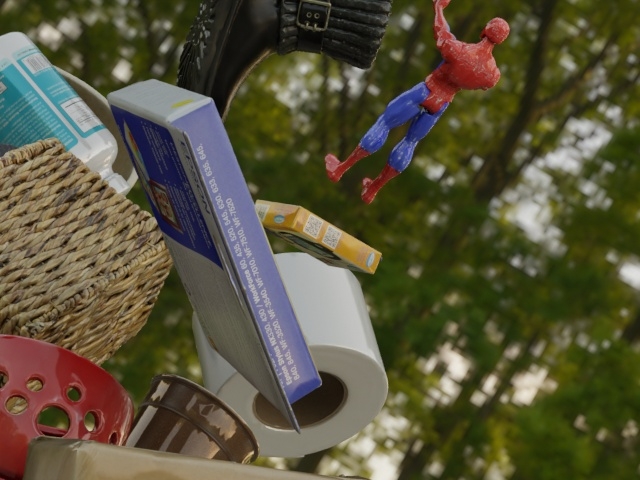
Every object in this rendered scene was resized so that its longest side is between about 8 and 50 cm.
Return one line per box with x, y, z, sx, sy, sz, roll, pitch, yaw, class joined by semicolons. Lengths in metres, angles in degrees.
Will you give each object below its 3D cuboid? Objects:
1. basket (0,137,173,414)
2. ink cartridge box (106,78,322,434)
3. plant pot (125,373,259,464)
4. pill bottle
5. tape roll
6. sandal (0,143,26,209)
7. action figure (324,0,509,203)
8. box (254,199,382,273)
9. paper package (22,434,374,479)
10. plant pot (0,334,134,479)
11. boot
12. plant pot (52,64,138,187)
-0.350;0.053;1.929;0.223;0.299;0.213;37;-52;13;basket
-0.093;0.002;1.598;0.307;0.072;0.304;26;-42;66;ink cartridge box
-0.188;0.281;2.051;0.167;0.165;0.167;28;-29;17;plant pot
-0.375;-0.141;2.240;0.264;0.146;0.146;50;-15;2;pill bottle
-0.044;0.157;2.268;0.246;0.246;0.169;48;20;-46;tape roll
-0.379;-0.044;2.041;0.067;0.179;0.040;15;-49;-29;sandal
0.121;-0.184;1.971;0.091;0.139;0.280;31;-55;-25;action figure
0.000;0.000;1.733;0.136;0.028;0.081;32;-13;-34;box
-0.116;0.343;1.419;0.309;0.325;0.168;11;-9;-19;paper package
-0.291;0.208;1.585;0.191;0.174;0.191;10;-37;8;plant pot
-0.050;-0.279;2.401;0.260;0.348;0.131;16;16;-18;boot
-0.481;-0.062;2.485;0.334;0.334;0.305;33;-57;-1;plant pot
